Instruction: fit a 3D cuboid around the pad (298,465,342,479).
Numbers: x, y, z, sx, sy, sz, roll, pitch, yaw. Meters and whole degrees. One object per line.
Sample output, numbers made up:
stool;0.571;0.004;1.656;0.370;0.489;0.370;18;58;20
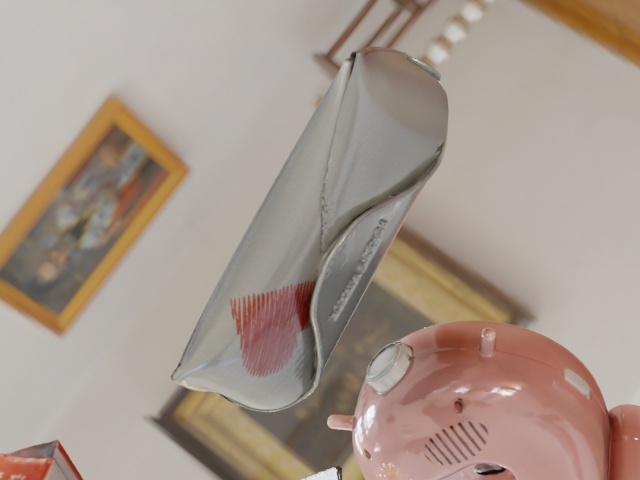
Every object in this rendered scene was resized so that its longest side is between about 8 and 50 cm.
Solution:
pad;0.009;0.277;0.925;0.006;0.246;0.170;-5;166;-17

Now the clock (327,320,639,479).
clock;0.135;0.178;1.223;0.241;0.227;0.142;41;-141;-21

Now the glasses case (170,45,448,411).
glasses case;-0.001;0.000;1.060;0.083;0.308;0.128;31;-173;24

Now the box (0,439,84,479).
box;-0.190;0.242;0.831;0.050;0.229;0.123;-2;131;23
